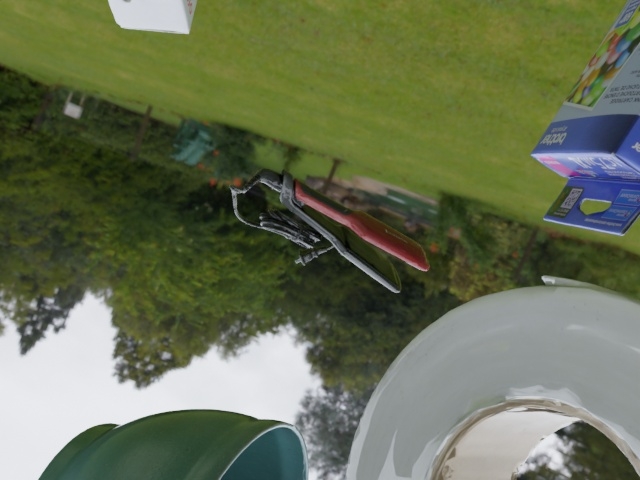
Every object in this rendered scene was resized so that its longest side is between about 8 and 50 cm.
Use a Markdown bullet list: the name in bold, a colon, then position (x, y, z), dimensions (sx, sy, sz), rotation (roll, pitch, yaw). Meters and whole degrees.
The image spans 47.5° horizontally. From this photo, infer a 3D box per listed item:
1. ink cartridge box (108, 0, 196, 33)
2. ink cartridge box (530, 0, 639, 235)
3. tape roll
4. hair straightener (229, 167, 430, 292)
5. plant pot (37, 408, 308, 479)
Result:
- **ink cartridge box**: position (-0.129, -0.261, 0.588), dimensions (0.063, 0.150, 0.109), rotation (7, 160, 1)
- **ink cartridge box**: position (0.306, -0.155, 0.681), dimensions (0.065, 0.311, 0.186), rotation (29, -176, -8)
- **tape roll**: position (0.147, 0.170, 0.425), dimensions (0.100, 0.286, 0.286), rotation (18, -177, -42)
- **hair straightener**: position (0.000, 0.000, 0.714), dimensions (0.231, 0.089, 0.047), rotation (25, -146, -33)
- **plant pot**: position (-0.163, 0.290, 0.712), dimensions (0.196, 0.292, 0.293), rotation (14, 178, 22)
